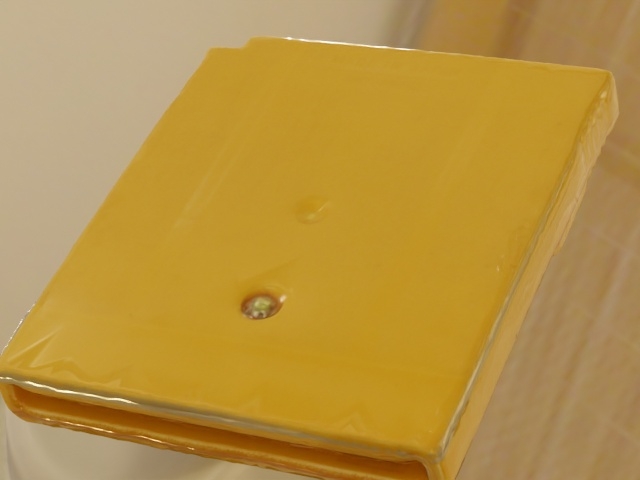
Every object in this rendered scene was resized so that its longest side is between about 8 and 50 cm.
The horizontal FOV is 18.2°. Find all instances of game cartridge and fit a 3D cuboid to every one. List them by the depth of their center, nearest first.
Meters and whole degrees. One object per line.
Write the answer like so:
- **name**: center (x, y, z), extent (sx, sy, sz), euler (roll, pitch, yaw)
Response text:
- **game cartridge**: center (0.000, 0.000, 1.207), extent (0.323, 0.285, 0.052), euler (-59, -33, -39)

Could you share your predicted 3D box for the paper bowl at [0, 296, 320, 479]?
- **paper bowl**: center (-0.092, 0.115, 1.316), extent (0.284, 0.284, 0.148), euler (-44, -32, -7)
